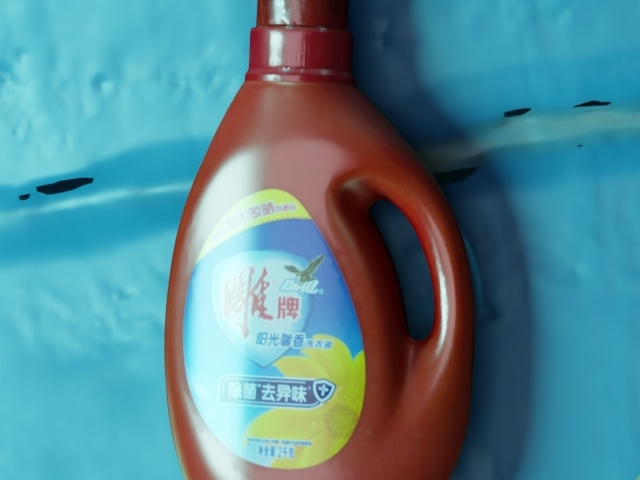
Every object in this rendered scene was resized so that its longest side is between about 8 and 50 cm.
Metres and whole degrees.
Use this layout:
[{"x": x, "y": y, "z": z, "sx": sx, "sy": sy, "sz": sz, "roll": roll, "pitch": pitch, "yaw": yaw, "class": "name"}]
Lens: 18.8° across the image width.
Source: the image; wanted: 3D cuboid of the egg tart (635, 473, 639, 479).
[{"x": 0.208, "y": 0.124, "z": 0.523, "sx": 0.279, "sy": 0.095, "sz": 0.278, "roll": 1, "pitch": 94, "yaw": 18, "class": "egg tart"}]

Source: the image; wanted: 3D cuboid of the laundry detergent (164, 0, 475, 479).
[{"x": 0.000, "y": 0.000, "z": 0.601, "sx": 0.097, "sy": 0.049, "sz": 0.165, "roll": 2, "pitch": 93, "yaw": 10, "class": "laundry detergent"}]
